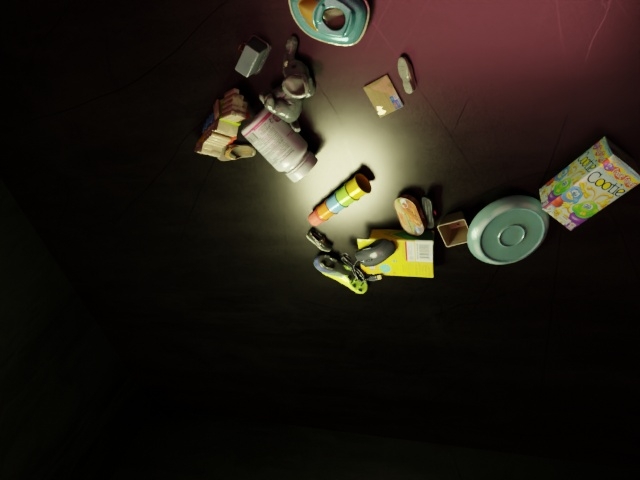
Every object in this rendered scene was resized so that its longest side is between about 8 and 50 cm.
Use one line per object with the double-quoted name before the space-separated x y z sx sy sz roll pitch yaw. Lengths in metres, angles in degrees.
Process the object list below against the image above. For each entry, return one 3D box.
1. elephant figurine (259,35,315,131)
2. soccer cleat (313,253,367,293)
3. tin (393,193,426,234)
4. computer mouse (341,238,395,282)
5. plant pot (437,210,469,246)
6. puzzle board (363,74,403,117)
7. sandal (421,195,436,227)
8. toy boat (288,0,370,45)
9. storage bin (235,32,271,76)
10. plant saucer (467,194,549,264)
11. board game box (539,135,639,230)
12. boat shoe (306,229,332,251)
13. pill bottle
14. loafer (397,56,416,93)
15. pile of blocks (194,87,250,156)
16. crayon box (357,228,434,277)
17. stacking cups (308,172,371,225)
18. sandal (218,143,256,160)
"elephant figurine" -0.092 -0.553 1.686 0.186 0.169 0.239 25 120 -40
"soccer cleat" 0.095 0.154 2.233 0.289 0.093 0.121 33 160 -14
"tin" 0.365 -0.105 1.932 0.106 0.040 0.189 1 130 41
"computer mouse" 0.224 0.103 2.040 0.262 0.060 0.184 -23 114 35
"plant pot" 0.538 -0.055 1.894 0.109 0.096 0.109 -17 120 28
"puzzle board" 0.225 -0.513 1.693 0.097 0.011 0.128 -21 119 29
"sandal" 0.439 -0.116 1.905 0.067 0.040 0.179 34 153 33
"toy boat" 0.033 -0.769 1.464 0.268 0.148 0.318 19 131 4
"storage bin" -0.252 -0.654 1.688 0.098 0.091 0.135 33 129 -8
"plant saucer" 0.726 -0.026 1.823 0.318 0.043 0.317 -3 125 -4
"board game box" 0.915 -0.192 1.629 0.142 0.144 0.275 35 129 -9
"boat shoe" -0.001 0.001 2.150 0.133 0.048 0.042 37 137 -6
"pill bottle" -0.152 -0.370 1.834 0.160 0.160 0.283 -31 113 35
"loafer" 0.297 -0.565 1.616 0.045 0.039 0.125 18 137 50
"pile of blocks" -0.376 -0.458 1.890 0.113 0.148 0.362 11 149 -37
"crayon box" 0.330 0.054 2.059 0.319 0.081 0.202 2 127 16
"stacking cups" 0.069 -0.164 1.982 0.096 0.096 0.316 44 132 -17
"sandal" -0.357 -0.364 1.980 0.180 0.049 0.072 -1 127 19
